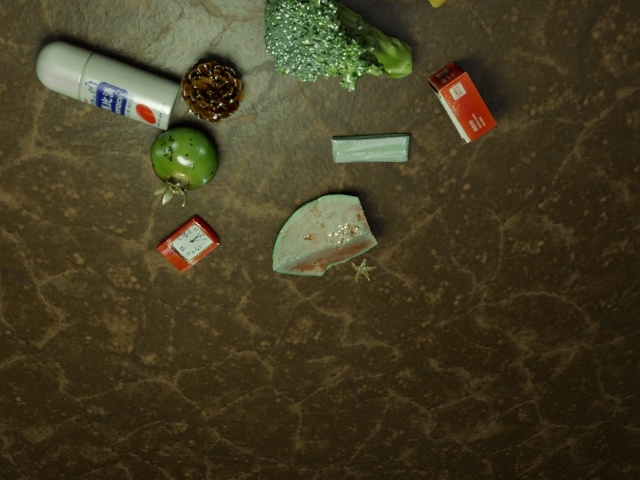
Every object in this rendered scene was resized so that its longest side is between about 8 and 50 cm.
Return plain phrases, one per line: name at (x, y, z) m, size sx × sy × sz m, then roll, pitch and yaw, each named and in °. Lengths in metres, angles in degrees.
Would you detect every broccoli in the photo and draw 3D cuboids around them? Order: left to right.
broccoli at (0.036, -0.509, 1.410) m, size 0.275 × 0.397 × 0.353 m, roll -32°, pitch 92°, yaw 43°

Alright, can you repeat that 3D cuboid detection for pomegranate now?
pomegranate at (-0.367, -0.192, 1.543) m, size 0.181 × 0.224 × 0.181 m, roll 7°, pitch 148°, yaw 4°

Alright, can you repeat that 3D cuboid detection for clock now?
clock at (-0.392, 0.006, 1.746) m, size 0.155 × 0.061 × 0.113 m, roll -36°, pitch 116°, yaw 10°

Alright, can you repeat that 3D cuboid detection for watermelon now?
watermelon at (0.000, 0.000, 1.705) m, size 0.305 × 0.180 × 0.224 m, roll -24°, pitch 107°, yaw 6°

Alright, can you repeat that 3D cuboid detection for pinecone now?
pinecone at (-0.273, -0.382, 1.484) m, size 0.173 × 0.173 × 0.174 m, roll -2°, pitch 119°, yaw -4°

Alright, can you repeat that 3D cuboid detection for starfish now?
starfish at (0.129, 0.095, 1.864) m, size 0.086 × 0.016 × 0.092 m, roll 21°, pitch 118°, yaw -13°

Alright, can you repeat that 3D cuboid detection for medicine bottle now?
medicine bottle at (-0.536, -0.396, 1.470) m, size 0.341 × 0.130 × 0.130 m, roll 19°, pitch 116°, yaw -14°

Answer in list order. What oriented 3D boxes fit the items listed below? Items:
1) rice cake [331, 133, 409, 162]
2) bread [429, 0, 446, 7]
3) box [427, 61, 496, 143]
rice cake at (0.139, -0.259, 1.654) m, size 0.221 × 0.042 × 0.080 m, roll -3°, pitch 123°, yaw -4°
bread at (0.259, -0.633, 1.412) m, size 0.073 × 0.122 × 0.149 m, roll -36°, pitch 115°, yaw 18°
box at (0.375, -0.367, 1.561) m, size 0.099 × 0.133 × 0.182 m, roll -33°, pitch 118°, yaw 15°
